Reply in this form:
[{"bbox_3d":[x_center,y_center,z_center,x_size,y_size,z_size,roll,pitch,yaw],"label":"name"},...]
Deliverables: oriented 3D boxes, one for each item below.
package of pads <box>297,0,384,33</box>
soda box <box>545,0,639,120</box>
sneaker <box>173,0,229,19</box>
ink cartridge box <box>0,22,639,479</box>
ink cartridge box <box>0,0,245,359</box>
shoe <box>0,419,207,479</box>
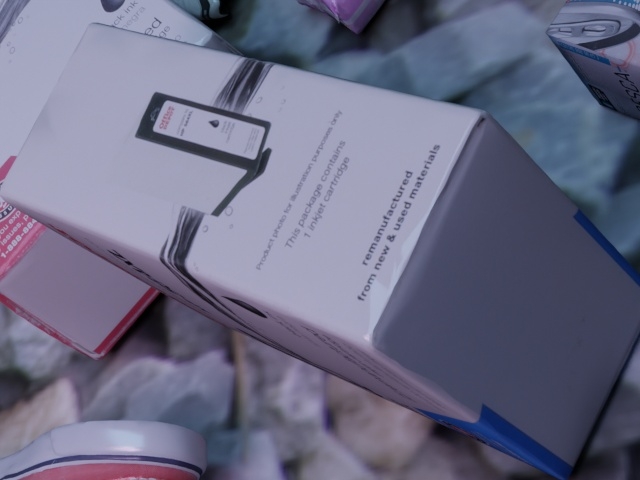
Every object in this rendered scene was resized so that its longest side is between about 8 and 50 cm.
[{"bbox_3d":[0.023,-0.146,0.654,0.050,0.032,0.083,36,88,40],"label":"package of pads"},{"bbox_3d":[0.170,-0.132,0.519,0.063,0.058,0.183,30,83,43],"label":"soda box"},{"bbox_3d":[-0.053,-0.156,0.720,0.037,0.032,0.083,10,75,25],"label":"sneaker"},{"bbox_3d":[0.000,0.000,0.505,0.203,0.148,0.086,19,78,42],"label":"ink cartridge box"},{"bbox_3d":[-0.140,-0.071,0.675,0.158,0.092,0.218,-49,50,-1],"label":"ink cartridge box"},{"bbox_3d":[-0.121,0.135,0.576,0.178,0.063,0.081,-20,55,33],"label":"shoe"}]
